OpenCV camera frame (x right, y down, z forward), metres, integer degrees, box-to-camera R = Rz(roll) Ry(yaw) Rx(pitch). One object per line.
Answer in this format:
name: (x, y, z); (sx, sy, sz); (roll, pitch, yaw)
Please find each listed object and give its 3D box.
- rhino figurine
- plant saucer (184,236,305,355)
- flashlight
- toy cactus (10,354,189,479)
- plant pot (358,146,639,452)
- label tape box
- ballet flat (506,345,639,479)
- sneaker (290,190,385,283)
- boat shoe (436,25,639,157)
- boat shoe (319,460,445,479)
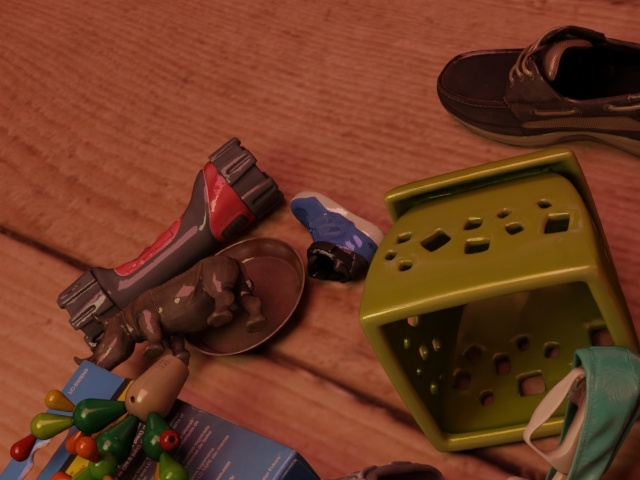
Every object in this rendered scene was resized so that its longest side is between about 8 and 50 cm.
rhino figurine: (-0.182, 0.094, 1.462); (0.243, 0.073, 0.106); (-25, 49, 13)
plant saucer: (-0.089, 0.071, 1.497); (0.169, 0.029, 0.168); (-17, 47, 19)
flashlight: (-0.192, 0.001, 1.569); (0.304, 0.103, 0.103); (-38, 15, -1)
toy cactus: (-0.206, 0.186, 1.280); (0.219, 0.112, 0.180); (2, 44, 43)
plant pot: (0.182, 0.048, 1.222); (0.227, 0.228, 0.207); (-14, 41, 18)
label tape box: (-0.185, 0.289, 1.315); (0.334, 0.106, 0.240); (16, 63, 40)
ballet flat: (0.212, 0.205, 1.110); (0.087, 0.083, 0.247); (20, 92, -1)
sneaker: (0.000, -0.001, 1.482); (0.152, 0.058, 0.084); (30, 64, 36)
boat shoe: (0.283, -0.186, 1.417); (0.355, 0.130, 0.132); (10, 60, 36)
boat shoe: (0.059, 0.247, 1.093); (0.103, 0.320, 0.118); (-24, 82, 5)
